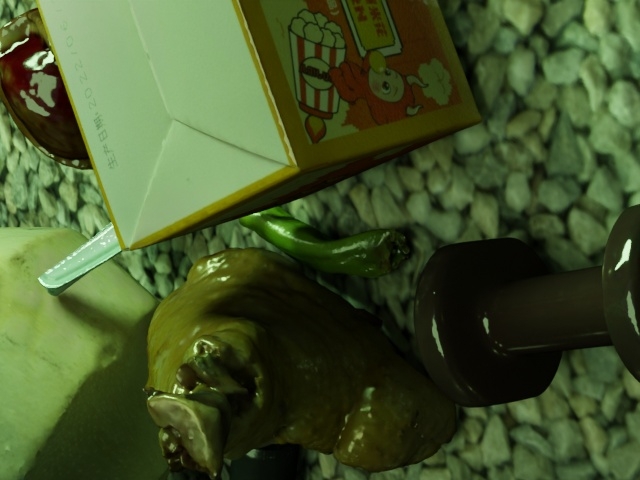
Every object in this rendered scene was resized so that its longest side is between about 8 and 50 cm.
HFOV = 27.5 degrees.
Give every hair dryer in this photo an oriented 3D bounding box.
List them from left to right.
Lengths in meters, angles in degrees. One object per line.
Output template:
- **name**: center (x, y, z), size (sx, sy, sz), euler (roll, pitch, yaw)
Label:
- **hair dryer**: center (0.010, 0.275, 1.274), size (0.255, 0.070, 0.128), euler (24, 122, 34)

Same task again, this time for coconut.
- **coconut**: center (-0.302, 0.159, 1.351), size (0.352, 0.352, 0.353), euler (22, 121, 44)

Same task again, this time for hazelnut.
- **hazelnut**: center (-0.246, -0.151, 1.319), size (0.170, 0.160, 0.202), euler (57, 134, 15)

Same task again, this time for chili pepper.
- **chili pepper**: center (0.000, 0.000, 1.179), size (0.201, 0.050, 0.052), euler (18, 160, 44)

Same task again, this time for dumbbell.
- **dumbbell**: center (0.180, 0.047, 0.905), size (0.225, 0.140, 0.124), euler (-13, 84, 51)

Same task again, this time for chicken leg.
- **chicken leg**: center (-0.027, 0.123, 1.090), size (0.295, 0.409, 0.182), euler (21, 95, 4)

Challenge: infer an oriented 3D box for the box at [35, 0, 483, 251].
- **box**: center (-0.061, -0.171, 1.048), size (0.259, 0.213, 0.284), euler (-20, 90, 49)

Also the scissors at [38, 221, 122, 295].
- **scissors**: center (-0.157, -0.028, 1.231), size (0.256, 0.030, 0.125), euler (-37, 63, 4)
